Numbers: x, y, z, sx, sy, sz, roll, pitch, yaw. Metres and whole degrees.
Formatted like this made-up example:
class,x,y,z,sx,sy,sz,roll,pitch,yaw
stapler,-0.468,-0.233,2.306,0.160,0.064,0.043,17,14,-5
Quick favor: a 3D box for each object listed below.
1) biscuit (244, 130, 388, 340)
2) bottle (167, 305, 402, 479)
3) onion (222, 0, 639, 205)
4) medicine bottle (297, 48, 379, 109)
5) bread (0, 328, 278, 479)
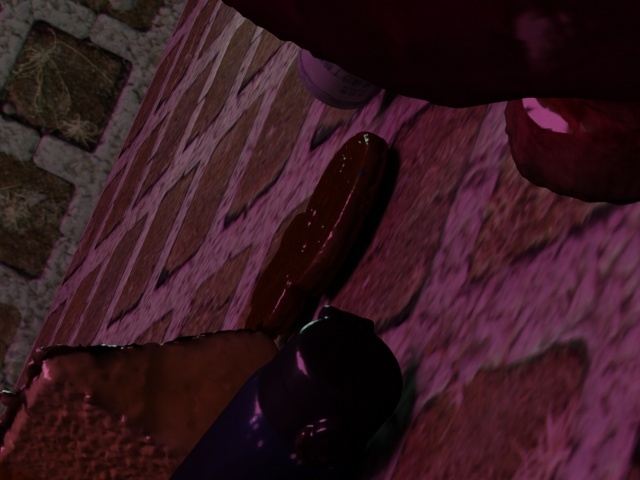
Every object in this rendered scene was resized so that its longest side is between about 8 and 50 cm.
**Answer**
class,x,y,z,sx,sy,sz,roll,pitch,yaw
biscuit,0.000,0.000,1.165,0.175,0.026,0.124,-53,15,40
bottle,-0.037,0.130,0.942,0.244,0.072,0.082,-53,21,42
onion,0.107,-0.164,0.523,0.398,0.420,0.398,-13,43,12
medicine bottle,0.065,-0.194,1.157,0.258,0.079,0.124,128,152,-47
bread,-0.133,0.165,1.188,0.178,0.141,0.266,-22,-19,-37
